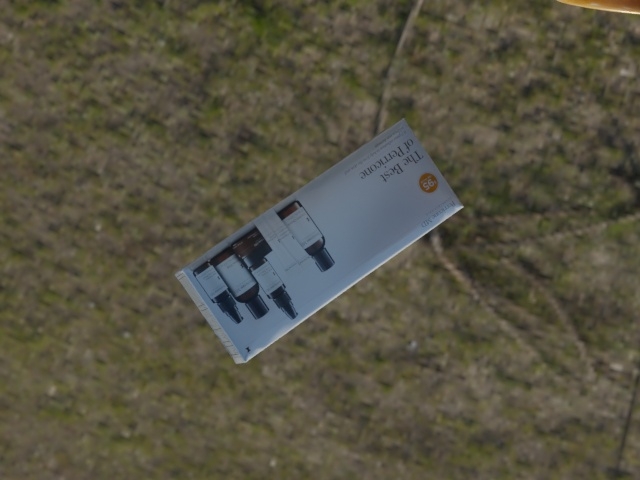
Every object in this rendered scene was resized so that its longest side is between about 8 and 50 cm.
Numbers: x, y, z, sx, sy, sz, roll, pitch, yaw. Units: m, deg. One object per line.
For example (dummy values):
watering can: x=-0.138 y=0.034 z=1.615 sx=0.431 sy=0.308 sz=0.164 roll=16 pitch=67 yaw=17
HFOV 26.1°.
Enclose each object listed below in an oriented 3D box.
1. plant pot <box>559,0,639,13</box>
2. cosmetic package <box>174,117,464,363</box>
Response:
plant pot: x=0.292 y=-0.275 z=1.075 sx=0.205 sy=0.188 sz=0.205 roll=5 pitch=-174 yaw=0
cosmetic package: x=0.000 y=0.000 z=1.204 sx=0.099 sy=0.239 sz=0.060 roll=56 pitch=166 yaw=-4
